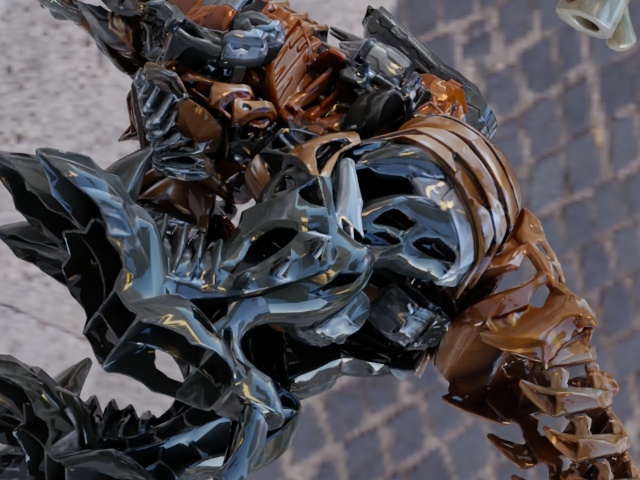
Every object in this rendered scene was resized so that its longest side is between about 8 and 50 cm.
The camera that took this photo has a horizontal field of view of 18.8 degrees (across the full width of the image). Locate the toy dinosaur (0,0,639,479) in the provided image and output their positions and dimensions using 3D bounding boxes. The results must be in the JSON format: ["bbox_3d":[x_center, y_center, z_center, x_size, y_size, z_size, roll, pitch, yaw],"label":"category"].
[{"bbox_3d":[0.000,0.000,0.659,0.218,0.322,0.164,-28,134,-34],"label":"toy dinosaur"}]

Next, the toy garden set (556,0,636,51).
[{"bbox_3d":[0.176,-0.073,0.786,0.244,0.204,0.049,33,80,-27],"label":"toy garden set"}]
